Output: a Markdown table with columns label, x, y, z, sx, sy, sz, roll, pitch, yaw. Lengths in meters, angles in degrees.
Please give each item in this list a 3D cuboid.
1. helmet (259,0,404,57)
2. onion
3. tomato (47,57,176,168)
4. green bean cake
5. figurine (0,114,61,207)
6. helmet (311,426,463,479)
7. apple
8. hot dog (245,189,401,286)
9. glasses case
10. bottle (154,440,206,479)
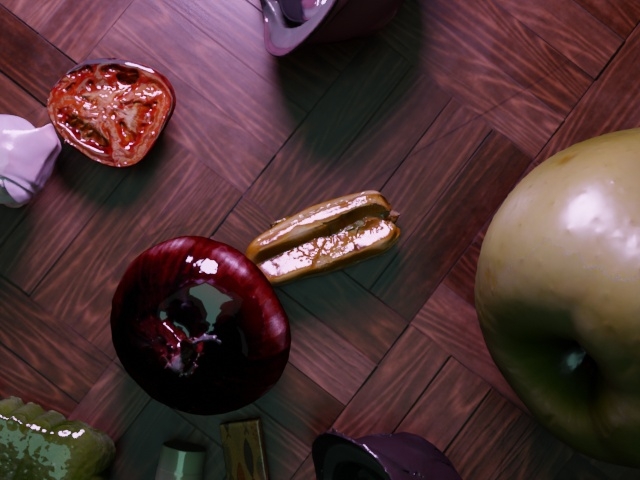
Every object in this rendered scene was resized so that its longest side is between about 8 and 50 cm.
| label | x | y | z | sx | sy | sz | roll | pitch | yaw |
| --- | --- | --- | --- | --- | --- | --- | --- | --- | --- |
| helmet | 0.042 | -0.422 | 1.193 | 0.197 | 0.271 | 0.338 | 5 | 87 | -32 |
| onion | -0.179 | 0.134 | 1.137 | 0.273 | 0.285 | 0.273 | 2 | 107 | 8 |
| tomato | -0.319 | -0.202 | 1.237 | 0.174 | 0.082 | 0.166 | 29 | 90 | -5 |
| green bean cake | -0.435 | 0.365 | 1.185 | 0.222 | 0.125 | 0.248 | 21 | 89 | -2 |
| figurine | -0.511 | -0.123 | 1.191 | 0.276 | 0.200 | 0.133 | 7 | 68 | 23 |
| helmet | 0.125 | 0.387 | 1.165 | 0.177 | 0.225 | 0.305 | -16 | 89 | -31 |
| apple | 0.445 | 0.068 | 1.085 | 0.473 | 0.473 | 0.473 | 0 | 87 | -2 |
| hot dog | 0.000 | 0.000 | 1.246 | 0.269 | 0.072 | 0.109 | -19 | 86 | -5 |
| glasses case | -0.109 | 0.360 | 1.237 | 0.065 | 0.041 | 0.170 | -9 | 88 | 9 |
| bottle | -0.223 | 0.410 | 1.214 | 0.072 | 0.072 | 0.201 | 10 | 87 | -2 |
